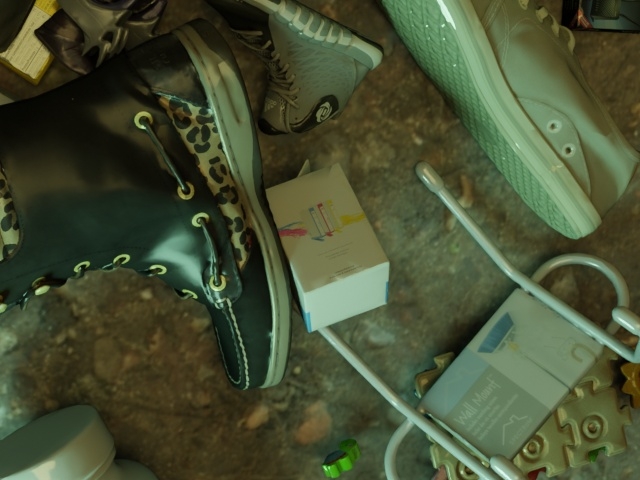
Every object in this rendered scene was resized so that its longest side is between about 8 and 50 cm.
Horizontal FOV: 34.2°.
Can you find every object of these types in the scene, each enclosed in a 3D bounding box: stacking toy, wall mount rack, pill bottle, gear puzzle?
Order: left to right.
[{"bbox_3d":[-0.212,0.331,1.032,0.176,0.176,0.319,-26,106,-9],"label":"pill bottle"},{"bbox_3d":[-0.022,0.337,1.148,0.221,0.052,0.167,-30,114,-17],"label":"stacking toy"},{"bbox_3d":[0.158,0.097,1.094,0.304,0.130,0.350,37,75,25],"label":"wall mount rack"},{"bbox_3d":[0.268,0.180,1.204,0.339,0.044,0.175,-14,93,-16],"label":"gear puzzle"}]

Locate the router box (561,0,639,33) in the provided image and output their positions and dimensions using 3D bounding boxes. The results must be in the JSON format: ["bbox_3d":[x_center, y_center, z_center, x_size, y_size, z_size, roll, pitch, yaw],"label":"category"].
[{"bbox_3d":[0.316,-0.289,1.135,0.092,0.038,0.122,-1,100,-15],"label":"router box"}]

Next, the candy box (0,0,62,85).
[{"bbox_3d":[-0.262,-0.262,0.994,0.105,0.027,0.206,33,90,-15],"label":"candy box"}]

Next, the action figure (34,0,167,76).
[{"bbox_3d":[-0.141,-0.278,0.957,0.099,0.185,0.285,36,106,4],"label":"action figure"}]

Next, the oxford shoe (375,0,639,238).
[{"bbox_3d":[0.182,-0.194,1.053,0.130,0.169,0.449,-42,114,-1],"label":"oxford shoe"}]

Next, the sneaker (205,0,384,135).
[{"bbox_3d":[-0.043,-0.168,1.012,0.228,0.086,0.132,17,107,-42],"label":"sneaker"}]

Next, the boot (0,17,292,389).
[{"bbox_3d":[-0.185,0.010,0.963,0.284,0.138,0.377,-20,122,-20],"label":"boot"}]

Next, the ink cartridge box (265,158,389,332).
[{"bbox_3d":[0.000,0.000,1.044,0.090,0.092,0.143,-21,62,-9],"label":"ink cartridge box"}]

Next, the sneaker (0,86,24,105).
[{"bbox_3d":[-0.373,-0.097,0.958,0.282,0.102,0.161,33,93,-17],"label":"sneaker"}]

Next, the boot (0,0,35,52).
[{"bbox_3d":[-0.242,-0.269,0.931,0.076,0.189,0.208,32,113,13],"label":"boot"}]
